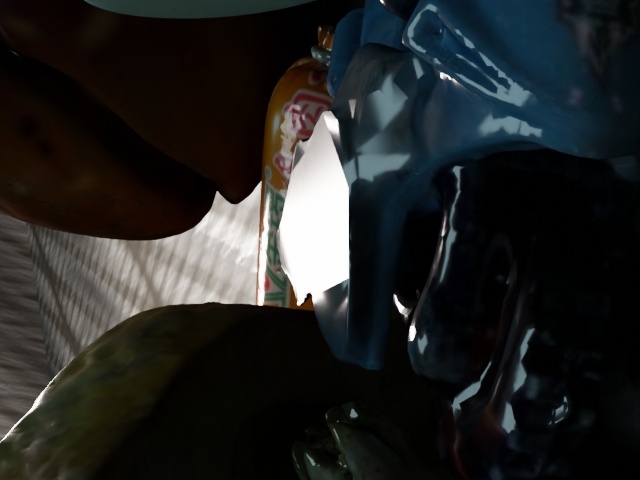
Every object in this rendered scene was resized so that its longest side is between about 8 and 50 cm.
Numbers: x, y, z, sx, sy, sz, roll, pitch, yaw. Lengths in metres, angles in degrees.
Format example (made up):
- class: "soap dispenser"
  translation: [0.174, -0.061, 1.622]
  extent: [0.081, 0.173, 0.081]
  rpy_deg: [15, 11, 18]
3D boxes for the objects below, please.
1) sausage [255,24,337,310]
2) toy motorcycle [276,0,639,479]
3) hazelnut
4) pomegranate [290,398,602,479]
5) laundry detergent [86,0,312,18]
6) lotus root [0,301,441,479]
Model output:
- class: "sausage"
  translation: [0.000, 0.000, 1.160]
  extent: [0.093, 0.093, 0.312]
  rpy_deg: [-123, 33, -60]
- class: "toy motorcycle"
  translation: [0.078, -0.056, 0.786]
  extent: [0.416, 0.172, 0.232]
  rpy_deg: [-104, 23, -67]
- class: "hazelnut"
  translation: [-0.183, -0.210, 1.308]
  extent: [0.429, 0.402, 0.402]
  rpy_deg: [-136, 44, -61]
- class: "pomegranate"
  translation: [0.064, 0.163, 0.761]
  extent: [0.210, 0.180, 0.180]
  rpy_deg: [47, 170, -13]
- class: "laundry detergent"
  translation: [-0.072, -0.303, 0.982]
  extent: [0.287, 0.287, 0.305]
  rpy_deg: [155, 111, -73]
- class: "lotus root"
  translation: [-0.012, 0.193, 0.863]
  extent: [0.111, 0.390, 0.375]
  rpy_deg: [0, 52, 43]
